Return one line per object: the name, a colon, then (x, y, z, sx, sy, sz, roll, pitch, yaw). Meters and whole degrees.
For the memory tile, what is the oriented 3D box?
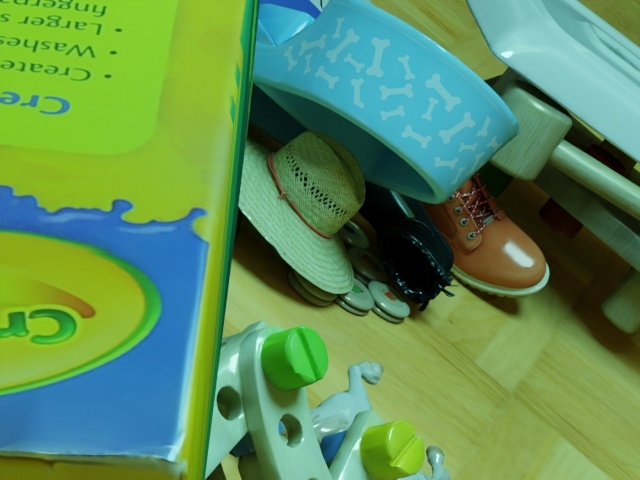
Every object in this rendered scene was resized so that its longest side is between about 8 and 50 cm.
memory tile: (0.000, 0.000, 1.429, 0.113, 0.012, 0.148, 15, 32, -42)

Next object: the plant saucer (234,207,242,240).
plant saucer: (-0.145, -0.083, 1.344, 0.241, 0.037, 0.241, 32, 24, -16)

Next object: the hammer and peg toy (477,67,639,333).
hammer and peg toy: (0.222, -0.037, 1.632, 0.266, 0.127, 0.361, 41, 16, 6)

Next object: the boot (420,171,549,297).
boot: (0.113, -0.018, 1.520, 0.158, 0.084, 0.059, 36, 63, 5)

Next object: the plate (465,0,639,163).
plate: (0.233, -0.133, 1.604, 0.278, 0.045, 0.277, 34, 16, -18)

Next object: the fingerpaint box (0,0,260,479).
fingerpaint box: (-0.249, -0.009, 0.632, 0.445, 0.163, 0.371, 5, 35, -2)

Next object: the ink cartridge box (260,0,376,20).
ink cartridge box: (-0.001, -0.173, 1.703, 0.097, 0.046, 0.207, 48, 26, 26)

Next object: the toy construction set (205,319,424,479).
toy construction set: (-0.071, 0.151, 0.909, 0.215, 0.151, 0.327, 59, 27, -14)

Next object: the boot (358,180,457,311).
boot: (0.055, -0.007, 1.457, 0.121, 0.045, 0.099, 51, 14, -3)

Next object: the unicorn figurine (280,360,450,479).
unicorn figurine: (0.021, 0.121, 1.176, 0.162, 0.060, 0.111, 38, 23, 0)

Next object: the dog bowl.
dog bowl: (0.012, -0.107, 1.418, 0.166, 0.074, 0.297, 40, -9, -35)

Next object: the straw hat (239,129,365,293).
straw hat: (-0.004, -0.038, 1.367, 0.144, 0.061, 0.144, 42, 22, -21)
